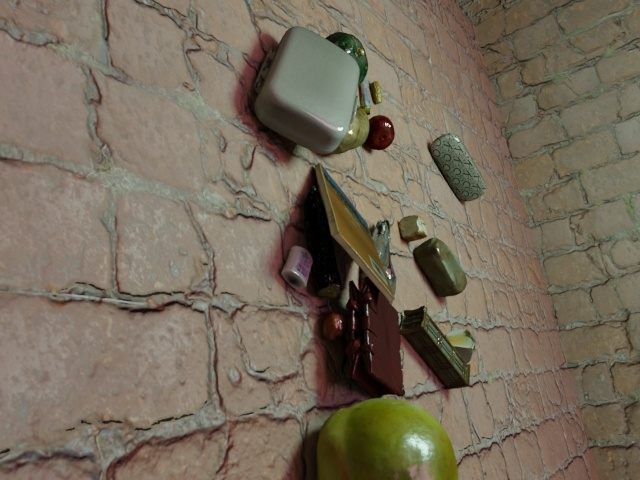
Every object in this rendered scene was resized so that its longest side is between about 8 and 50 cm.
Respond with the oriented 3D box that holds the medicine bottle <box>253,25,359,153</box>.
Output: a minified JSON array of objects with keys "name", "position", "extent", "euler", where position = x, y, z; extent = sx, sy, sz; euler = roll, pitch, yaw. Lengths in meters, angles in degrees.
[{"name":"medicine bottle","position":[-0.026,-0.415,1.440],"extent":[0.282,0.123,0.375],"euler":[27,48,-17]}]

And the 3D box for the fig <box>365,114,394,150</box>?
[{"name":"fig","position":[0.203,-0.373,1.820],"extent":[0.119,0.119,0.153],"euler":[63,19,-11]}]

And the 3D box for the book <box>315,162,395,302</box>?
[{"name":"book","position":[0.086,-0.032,1.413],"extent":[0.262,0.028,0.374],"euler":[48,16,-30]}]

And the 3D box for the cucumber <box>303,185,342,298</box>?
[{"name":"cucumber","position":[-0.001,0.001,1.357],"extent":[0.072,0.072,0.301],"euler":[19,55,-50]}]

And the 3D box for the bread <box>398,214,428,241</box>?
[{"name":"bread","position":[0.322,-0.041,1.835],"extent":[0.070,0.083,0.077],"euler":[24,54,-52]}]

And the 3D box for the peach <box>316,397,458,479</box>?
[{"name":"peach","position":[0.147,0.493,1.127],"extent":[0.315,0.281,0.315],"euler":[65,25,3]}]

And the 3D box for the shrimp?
[{"name":"shrimp","position":[0.190,0.075,1.609],"extent":[0.164,0.062,0.317],"euler":[46,44,-39]}]

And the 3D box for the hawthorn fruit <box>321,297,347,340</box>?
[{"name":"hawthorn fruit","position":[0.027,0.194,1.308],"extent":[0.066,0.066,0.103],"euler":[6,61,-54]}]

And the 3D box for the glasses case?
[{"name":"glasses case","position":[0.612,-0.318,2.347],"extent":[0.355,0.137,0.085],"euler":[51,31,-27]}]

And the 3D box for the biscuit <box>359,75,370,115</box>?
[{"name":"biscuit","position":[0.156,-0.580,1.929],"extent":[0.048,0.026,0.292],"euler":[25,53,-42]}]

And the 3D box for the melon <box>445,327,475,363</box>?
[{"name":"melon","position":[0.474,0.381,1.851],"extent":[0.202,0.093,0.140],"euler":[-78,173,-80]}]

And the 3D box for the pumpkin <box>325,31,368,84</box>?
[{"name":"pumpkin","position":[0.072,-0.572,1.695],"extent":[0.190,0.146,0.191],"euler":[2,87,-38]}]

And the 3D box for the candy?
[{"name":"candy","position":[0.432,0.099,1.898],"extent":[0.234,0.104,0.102],"euler":[56,38,-21]}]

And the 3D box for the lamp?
[{"name":"lamp","position":[0.370,0.347,1.695],"extent":[0.325,0.089,0.090],"euler":[50,38,-28]}]

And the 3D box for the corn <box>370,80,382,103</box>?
[{"name":"corn","position":[0.210,-0.554,1.984],"extent":[0.037,0.037,0.093],"euler":[9,68,-53]}]

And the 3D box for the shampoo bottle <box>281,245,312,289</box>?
[{"name":"shampoo bottle","position":[-0.053,0.060,1.277],"extent":[0.072,0.043,0.099],"euler":[49,38,-30]}]

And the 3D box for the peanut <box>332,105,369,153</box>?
[{"name":"peanut","position":[0.079,-0.340,1.603],"extent":[0.253,0.122,0.137],"euler":[-32,118,-58]}]

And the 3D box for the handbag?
[{"name":"handbag","position":[0.142,0.256,1.363],"extent":[0.275,0.084,0.260],"euler":[48,38,-55]}]
